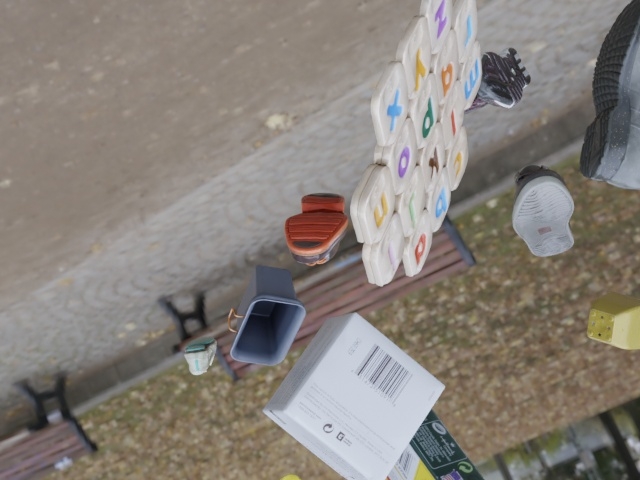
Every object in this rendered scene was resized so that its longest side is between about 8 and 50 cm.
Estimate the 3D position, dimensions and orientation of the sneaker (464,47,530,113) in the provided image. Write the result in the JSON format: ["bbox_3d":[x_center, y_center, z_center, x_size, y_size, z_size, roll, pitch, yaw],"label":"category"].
[{"bbox_3d":[0.280,-0.267,1.777,0.162,0.106,0.281,-26,-179,27],"label":"sneaker"}]

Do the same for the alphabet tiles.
[{"bbox_3d":[0.098,-0.103,0.941,0.021,0.284,0.278,14,151,22],"label":"alphabet tiles"}]

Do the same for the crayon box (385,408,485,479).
[{"bbox_3d":[0.153,0.435,1.574,0.081,0.202,0.319,-11,133,-27],"label":"crayon box"}]

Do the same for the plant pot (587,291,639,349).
[{"bbox_3d":[0.486,0.136,1.610,0.083,0.081,0.081,-6,-164,-42],"label":"plant pot"}]

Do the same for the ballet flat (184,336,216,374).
[{"bbox_3d":[-0.218,0.210,1.759,0.057,0.052,0.168,-9,-178,2],"label":"ballet flat"}]

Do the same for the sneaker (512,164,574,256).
[{"bbox_3d":[0.294,-0.068,1.342,0.083,0.118,0.222,-15,155,9],"label":"sneaker"}]

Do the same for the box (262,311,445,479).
[{"bbox_3d":[0.047,0.230,1.419,0.182,0.181,0.119,-53,-171,-18],"label":"box"}]

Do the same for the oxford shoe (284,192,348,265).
[{"bbox_3d":[0.000,0.000,1.555,0.096,0.098,0.271,2,-163,9],"label":"oxford shoe"}]

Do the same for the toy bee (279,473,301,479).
[{"bbox_3d":[-0.088,0.419,1.280,0.298,0.195,0.162,-18,154,16],"label":"toy bee"}]

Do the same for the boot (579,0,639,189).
[{"bbox_3d":[0.412,-0.161,1.172,0.161,0.247,0.083,16,171,-11],"label":"boot"}]

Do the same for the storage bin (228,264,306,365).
[{"bbox_3d":[-0.088,0.105,1.449,0.098,0.091,0.135,10,129,-18],"label":"storage bin"}]
